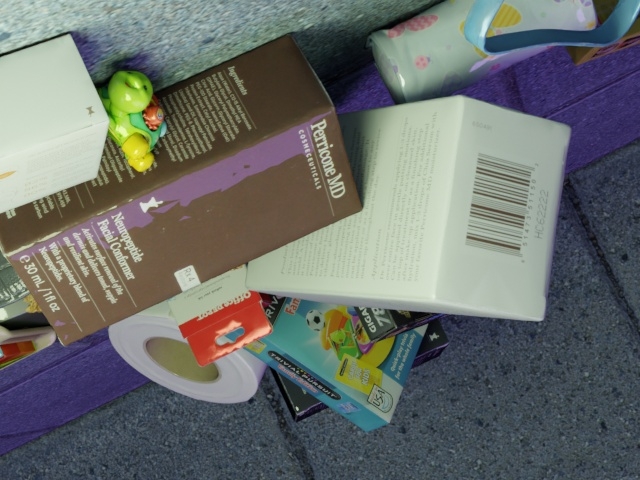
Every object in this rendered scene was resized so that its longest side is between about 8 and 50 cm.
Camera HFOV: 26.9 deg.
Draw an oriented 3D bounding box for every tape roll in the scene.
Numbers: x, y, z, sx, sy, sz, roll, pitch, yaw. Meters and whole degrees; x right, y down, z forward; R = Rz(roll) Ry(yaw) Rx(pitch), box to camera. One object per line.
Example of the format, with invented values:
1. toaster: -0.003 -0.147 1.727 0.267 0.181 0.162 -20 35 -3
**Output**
1. tape roll: -0.225 0.171 2.349 0.286 0.286 0.100 -39 -157 56

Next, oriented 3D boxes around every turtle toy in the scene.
1. turtle toy: -0.194 -0.130 1.345 0.066 0.095 0.130 -45 174 -10

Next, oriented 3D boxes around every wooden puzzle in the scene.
1. wooden puzzle: -0.529 0.191 2.025 0.221 0.044 0.239 -26 171 5

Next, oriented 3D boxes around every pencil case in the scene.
1. pencil case: 0.195 -0.249 1.611 0.273 0.113 0.124 -25 180 0

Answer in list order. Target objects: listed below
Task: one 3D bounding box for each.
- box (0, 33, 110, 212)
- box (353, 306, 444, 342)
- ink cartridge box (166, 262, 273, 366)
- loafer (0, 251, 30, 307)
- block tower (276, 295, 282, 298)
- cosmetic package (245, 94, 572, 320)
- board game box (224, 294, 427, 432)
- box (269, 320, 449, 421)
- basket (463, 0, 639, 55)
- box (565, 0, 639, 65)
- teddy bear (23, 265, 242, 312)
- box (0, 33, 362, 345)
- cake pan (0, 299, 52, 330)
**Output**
1. box: -0.277 -0.101 1.239 0.130 0.091 0.170 -22 171 -19
2. box: 0.125 0.008 2.312 0.073 0.295 0.293 -35 168 37
3. ink cartridge box: -0.166 0.062 2.027 0.134 0.231 0.078 -26 171 7
4. loafer: -0.345 0.005 1.636 0.303 0.109 0.095 -29 175 3
5. block tower: 0.000 0.000 2.123 0.335 0.091 0.097 -25 -144 0
6. cosmetic package: 0.089 -0.032 1.630 0.162 0.230 0.453 12 175 -29
7. board game box: 0.012 0.129 2.288 0.079 0.336 0.253 -32 -153 52
8. box: 0.023 0.121 2.522 0.313 0.343 0.179 -24 170 -7
9. basket: 0.259 -0.291 1.157 0.255 0.201 0.289 -14 134 -50
10. box: 0.447 -0.329 1.935 0.232 0.087 0.058 -20 167 -26
11. teddy bear: -0.243 0.012 1.822 0.338 0.113 0.245 -12 -179 -13
12. box: -0.161 -0.052 1.485 0.381 0.143 0.191 -26 143 -6
13. cake pan: -0.487 0.122 2.069 0.293 0.054 0.293 -25 171 -4
